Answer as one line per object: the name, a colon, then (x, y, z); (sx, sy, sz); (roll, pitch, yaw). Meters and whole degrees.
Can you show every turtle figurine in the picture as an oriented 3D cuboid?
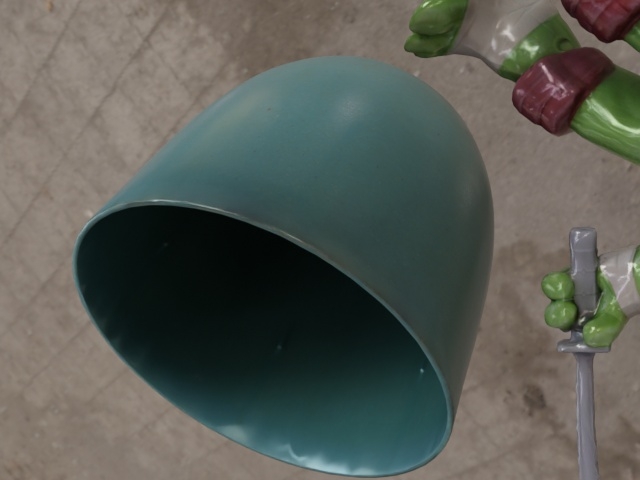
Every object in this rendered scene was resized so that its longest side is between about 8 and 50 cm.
turtle figurine: (0.126, -0.016, 0.403); (0.275, 0.198, 0.266); (-45, 74, 12)

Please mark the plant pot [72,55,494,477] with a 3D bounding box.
plant pot: (0.000, 0.000, 0.764); (0.293, 0.235, 0.293); (18, 142, 15)
